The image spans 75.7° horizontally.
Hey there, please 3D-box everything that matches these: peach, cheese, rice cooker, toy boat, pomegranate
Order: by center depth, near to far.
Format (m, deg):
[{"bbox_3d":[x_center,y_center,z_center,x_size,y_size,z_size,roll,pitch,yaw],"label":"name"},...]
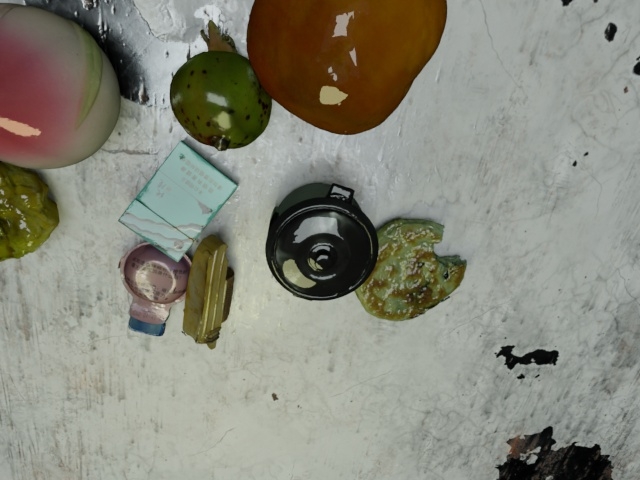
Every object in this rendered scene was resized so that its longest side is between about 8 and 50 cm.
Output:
[{"bbox_3d":[0.036,-0.369,0.721,0.301,0.343,0.343,29,108,-12],"label":"peach"},{"bbox_3d":[-0.204,-0.300,0.809,0.198,0.198,0.246,-18,105,4],"label":"pomegranate"},{"bbox_3d":[0.000,0.000,0.926,0.241,0.227,0.281,18,111,-11],"label":"rice cooker"},{"bbox_3d":[-0.272,0.134,1.031,0.089,0.115,0.311,25,113,32],"label":"toy boat"},{"bbox_3d":[-0.414,0.119,1.033,0.188,0.074,0.286,15,111,-9],"label":"cheese"}]

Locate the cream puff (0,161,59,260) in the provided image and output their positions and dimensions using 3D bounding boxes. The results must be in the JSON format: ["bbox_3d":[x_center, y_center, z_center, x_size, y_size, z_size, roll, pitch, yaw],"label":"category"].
[{"bbox_3d":[-0.725,-0.064,0.878,0.281,0.185,0.282,-1,109,-3],"label":"cream puff"}]

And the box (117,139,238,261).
[{"bbox_3d":[-0.322,-0.087,0.943,0.162,0.041,0.229,39,92,-17],"label":"box"}]

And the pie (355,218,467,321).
[{"bbox_3d":[0.219,0.082,1.064,0.302,0.067,0.303,-2,114,-5],"label":"pie"}]

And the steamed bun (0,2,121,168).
[{"bbox_3d":[-0.538,-0.269,0.746,0.308,0.309,0.310,-1,113,-3],"label":"steamed bun"}]
